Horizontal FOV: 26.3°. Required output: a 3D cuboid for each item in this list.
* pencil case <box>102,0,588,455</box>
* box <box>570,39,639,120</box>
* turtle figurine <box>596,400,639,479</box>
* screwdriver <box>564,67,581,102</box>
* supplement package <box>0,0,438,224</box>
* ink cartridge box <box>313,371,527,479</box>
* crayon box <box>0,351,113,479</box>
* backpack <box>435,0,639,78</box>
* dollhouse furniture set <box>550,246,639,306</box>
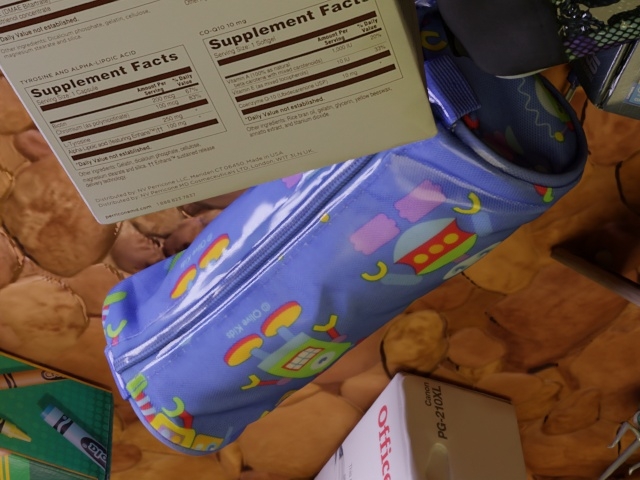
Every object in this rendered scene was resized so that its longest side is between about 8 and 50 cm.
[{"bbox_3d":[0.000,0.000,0.748,0.306,0.119,0.133,-40,154,32],"label":"pencil case"},{"bbox_3d":[0.263,-0.125,0.660,0.232,0.059,0.183,13,122,-17],"label":"box"},{"bbox_3d":[0.274,0.180,0.966,0.234,0.118,0.175,-24,92,18],"label":"turtle figurine"},{"bbox_3d":[0.135,-0.079,0.757,0.024,0.025,0.170,7,144,-12],"label":"screwdriver"},{"bbox_3d":[-0.058,-0.155,0.532,0.149,0.194,0.203,-15,134,11],"label":"supplement package"},{"bbox_3d":[0.050,0.233,0.958,0.100,0.172,0.237,16,133,-19],"label":"ink cartridge box"},{"bbox_3d":[-0.296,0.128,0.892,0.278,0.081,0.165,24,130,-26],"label":"crayon box"},{"bbox_3d":[0.136,-0.202,0.479,0.253,0.225,0.191,-17,140,8],"label":"backpack"},{"bbox_3d":[0.254,-0.016,0.817,0.144,0.123,0.151,23,95,-25],"label":"dollhouse furniture set"}]
